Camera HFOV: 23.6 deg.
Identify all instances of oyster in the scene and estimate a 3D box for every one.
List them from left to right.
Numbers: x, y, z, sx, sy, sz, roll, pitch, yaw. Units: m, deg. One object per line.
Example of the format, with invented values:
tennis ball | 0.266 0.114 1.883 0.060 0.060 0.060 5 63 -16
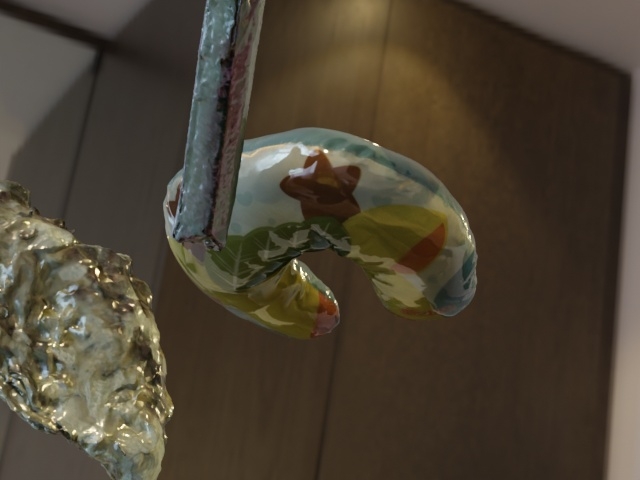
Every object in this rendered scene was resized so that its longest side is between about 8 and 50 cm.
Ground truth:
oyster | -0.134 0.049 0.819 0.177 0.125 0.064 46 -45 -6

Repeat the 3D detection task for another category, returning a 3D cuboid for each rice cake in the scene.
rice cake | -0.063 -0.086 0.968 0.033 0.207 0.033 25 28 28

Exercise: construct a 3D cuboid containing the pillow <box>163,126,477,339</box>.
pillow | 0.000 0.000 1.109 0.233 0.086 0.214 -11 -41 31
